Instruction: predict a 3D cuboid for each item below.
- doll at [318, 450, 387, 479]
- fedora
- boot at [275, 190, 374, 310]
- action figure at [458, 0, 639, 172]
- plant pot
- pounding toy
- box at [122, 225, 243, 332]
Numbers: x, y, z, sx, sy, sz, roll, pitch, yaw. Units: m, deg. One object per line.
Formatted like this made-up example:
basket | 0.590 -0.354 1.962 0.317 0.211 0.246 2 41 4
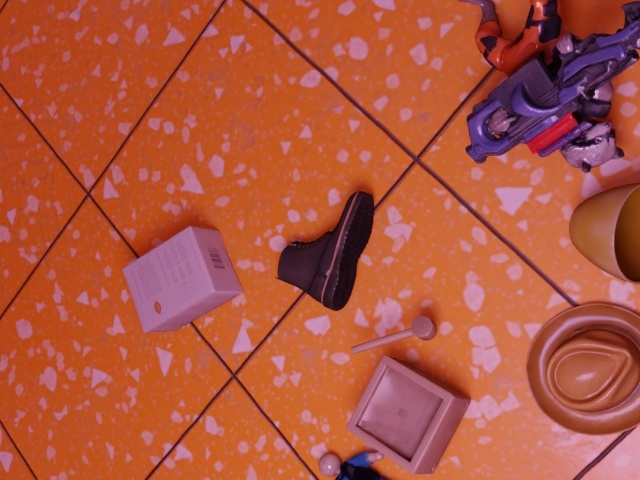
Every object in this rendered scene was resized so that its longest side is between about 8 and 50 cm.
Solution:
doll | 0.075 0.388 1.227 0.189 0.046 0.129 26 107 34
fedora | 0.370 0.177 1.067 0.194 0.079 0.194 -3 84 27
boot | 0.000 0.000 1.288 0.137 0.077 0.197 22 95 33
action figure | 0.342 -0.256 1.070 0.341 0.179 0.330 -26 78 50
plant pot | 0.394 -0.014 1.054 0.095 0.134 0.134 12 92 55
pounding toy | 0.132 0.215 1.191 0.181 0.094 0.206 28 90 32
box | -0.247 0.072 1.401 0.171 0.091 0.130 -29 73 23
